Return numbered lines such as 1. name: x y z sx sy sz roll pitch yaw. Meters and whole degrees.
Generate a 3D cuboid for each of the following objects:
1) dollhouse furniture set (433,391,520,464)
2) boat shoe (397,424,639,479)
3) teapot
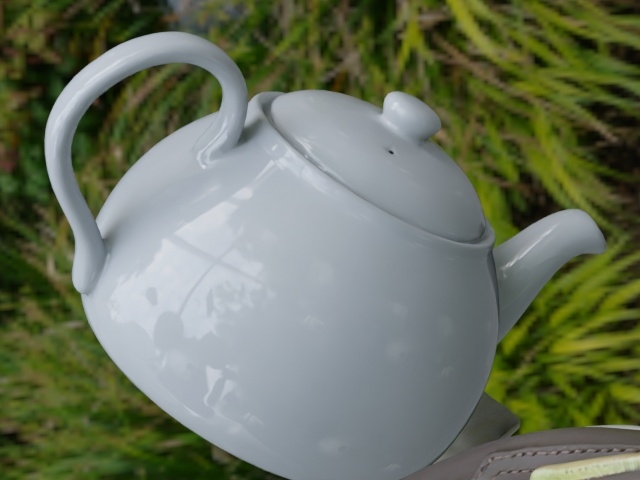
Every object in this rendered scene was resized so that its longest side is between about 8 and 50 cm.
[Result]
1. dollhouse furniture set: 0.018 0.126 1.058 0.184 0.129 0.129 44 158 26
2. boat shoe: 0.074 0.100 0.369 0.324 0.097 0.116 -9 78 49
3. teapot: 0.000 0.000 0.878 0.252 0.256 0.187 35 108 12
